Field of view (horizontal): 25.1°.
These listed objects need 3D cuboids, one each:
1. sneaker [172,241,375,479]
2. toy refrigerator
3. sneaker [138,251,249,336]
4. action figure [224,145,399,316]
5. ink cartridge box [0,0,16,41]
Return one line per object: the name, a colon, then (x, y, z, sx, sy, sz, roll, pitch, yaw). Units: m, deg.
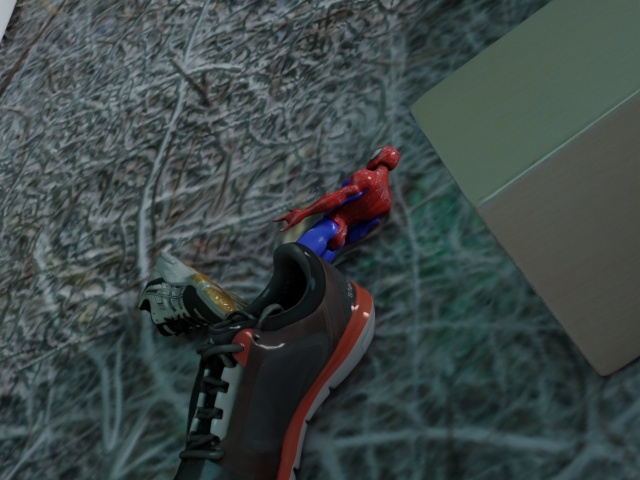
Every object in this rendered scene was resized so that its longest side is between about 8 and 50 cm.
sneaker: (-0.038, 0.067, 0.609, 0.061, 0.065, 0.158, -1, 49, 45)
toy refrigerator: (0.176, -0.079, 0.532, 0.269, 0.102, 0.094, -37, 33, 7)
sneaker: (-0.064, 0.035, 0.712, 0.037, 0.032, 0.083, -59, 30, -3)
action figure: (0.000, 0.000, 0.675, 0.030, 0.038, 0.115, 31, 75, 38)
ink cartridge box: (-0.403, -0.196, 1.199, 0.279, 0.160, 0.384, -23, 37, 25)
